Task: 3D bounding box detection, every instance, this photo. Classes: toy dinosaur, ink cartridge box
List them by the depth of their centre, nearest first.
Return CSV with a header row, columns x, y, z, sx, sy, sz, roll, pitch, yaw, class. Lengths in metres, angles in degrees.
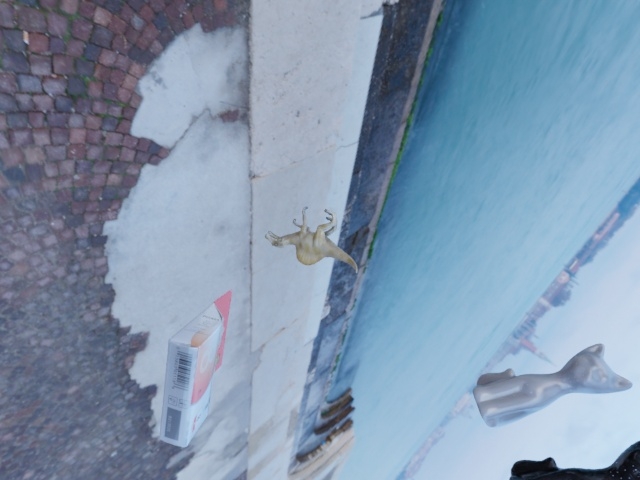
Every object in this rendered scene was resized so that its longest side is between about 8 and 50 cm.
x,y,z,sx,sy,sz,roll,pitch,yaw,class
-0.153,0.167,0.563,0.179,0.045,0.145,-42,145,-71,ink cartridge box
0.000,0.000,0.653,0.053,0.183,0.092,39,70,-58,toy dinosaur

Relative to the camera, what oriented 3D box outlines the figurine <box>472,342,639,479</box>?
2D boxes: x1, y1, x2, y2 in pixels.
x,y,z,sx,sy,sz,roll,pitch,yaw,class
0.357,0.271,0.579,0.210,0.214,0.092,-27,143,20,figurine
